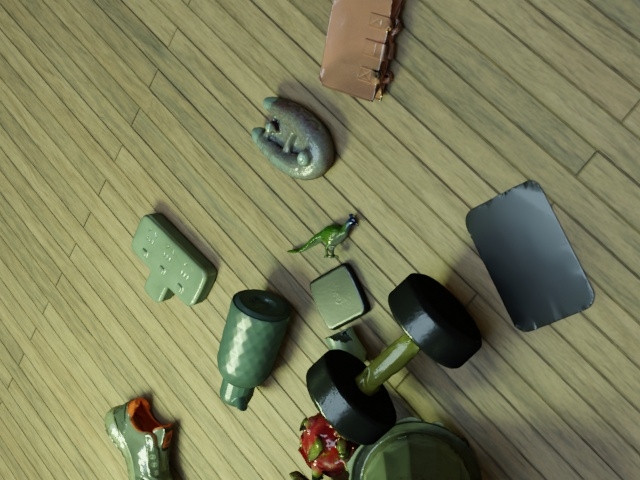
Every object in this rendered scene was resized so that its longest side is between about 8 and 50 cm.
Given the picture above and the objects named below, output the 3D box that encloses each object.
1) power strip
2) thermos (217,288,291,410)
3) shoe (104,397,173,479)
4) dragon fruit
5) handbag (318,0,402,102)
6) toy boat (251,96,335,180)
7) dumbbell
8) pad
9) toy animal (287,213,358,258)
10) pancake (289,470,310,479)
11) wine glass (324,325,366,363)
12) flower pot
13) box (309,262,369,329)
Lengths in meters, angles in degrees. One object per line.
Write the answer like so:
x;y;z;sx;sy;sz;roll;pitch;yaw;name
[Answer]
-0.398;0.074;2.175;0.265;0.059;0.193;41;120;23;power strip
-0.180;0.259;2.003;0.182;0.145;0.286;-122;45;-54;thermos
-0.455;0.575;2.286;0.171;0.132;0.336;-39;72;26;shoe
0.027;0.451;1.848;0.160;0.166;0.172;14;149;3;dragon fruit
0.085;-0.406;1.718;0.157;0.059;0.212;24;114;32;handbag
-0.069;-0.222;1.853;0.227;0.085;0.155;40;119;24;toy boat
0.145;0.237;1.665;0.322;0.204;0.204;-46;71;18;dumbbell
0.398;0.033;1.603;0.181;0.004;0.267;-30;80;37;pad
0.004;0.015;1.869;0.217;0.041;0.075;-30;62;39;toy animal
0.027;0.588;1.874;0.242;0.242;0.050;30;75;29;pancake
0.079;0.291;1.846;0.079;0.079;0.195;-28;83;37;wine glass
0.189;0.531;1.645;0.290;0.259;0.290;1;99;5;flower pot
0.044;0.127;1.876;0.125;0.027;0.126;-31;79;34;box
